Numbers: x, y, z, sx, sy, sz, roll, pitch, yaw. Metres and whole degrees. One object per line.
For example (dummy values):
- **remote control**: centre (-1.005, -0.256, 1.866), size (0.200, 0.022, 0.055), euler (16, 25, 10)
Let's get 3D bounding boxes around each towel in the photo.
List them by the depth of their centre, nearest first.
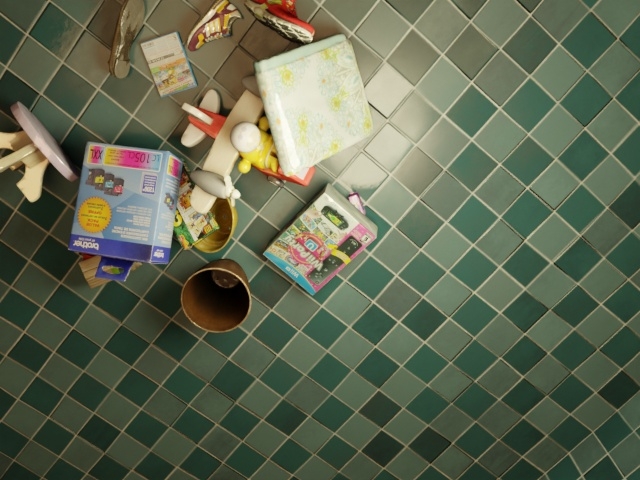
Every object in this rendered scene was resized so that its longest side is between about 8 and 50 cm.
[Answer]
- **towel**: centre (-0.008, -0.396, 1.683), size (0.090, 0.374, 0.321), euler (3, 116, 46)

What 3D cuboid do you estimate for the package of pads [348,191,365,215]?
- **package of pads**: centre (0.120, -0.114, 1.910), size (0.031, 0.050, 0.083), euler (-19, 108, 14)

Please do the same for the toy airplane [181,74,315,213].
- **toy airplane**: centre (-0.236, -0.305, 1.724), size (0.384, 0.272, 0.386), euler (-16, 93, -5)

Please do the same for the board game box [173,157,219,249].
- **board game box**: centre (-0.430, -0.114, 1.851), size (0.136, 0.030, 0.260), euler (-34, 77, 18)

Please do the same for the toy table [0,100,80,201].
- **toy table**: centre (-0.881, -0.258, 1.769), size (0.160, 0.252, 0.274), euler (-36, 93, -5)

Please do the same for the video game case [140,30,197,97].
- **video game case**: centre (-0.459, -0.532, 1.785), size (0.119, 0.015, 0.166), euler (-17, 108, 5)

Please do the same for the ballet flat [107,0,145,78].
- **ballet flat**: centre (-0.580, -0.605, 1.736), size (0.058, 0.084, 0.250), euler (31, 113, 27)

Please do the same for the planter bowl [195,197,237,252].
- **planter bowl**: centre (-0.332, -0.073, 1.882), size (0.217, 0.090, 0.217), euler (5, 99, 32)

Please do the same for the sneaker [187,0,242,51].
- **sneaker**: centre (-0.313, -0.616, 1.728), size (0.084, 0.069, 0.185), euler (42, 105, -8)

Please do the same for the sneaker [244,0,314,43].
- **sneaker**: centre (-0.106, -0.647, 1.640), size (0.279, 0.107, 0.118), euler (42, 97, 31)

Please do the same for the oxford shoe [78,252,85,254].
- **oxford shoe**: centre (-0.720, -0.020, 1.932), size (0.212, 0.076, 0.076), euler (-43, 138, 20)

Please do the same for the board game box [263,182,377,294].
- **board game box**: centre (0.000, 0.000, 1.899), size (0.224, 0.097, 0.303), euler (40, 116, -12)

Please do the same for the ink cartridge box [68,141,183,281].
- **ink cartridge box**: centre (-0.586, -0.079, 1.779), size (0.269, 0.151, 0.396), euler (7, 88, 8)

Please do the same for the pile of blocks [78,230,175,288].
- **pile of blocks**: centre (-0.634, 0.016, 1.933), size (0.362, 0.149, 0.113), euler (-31, 73, 3)

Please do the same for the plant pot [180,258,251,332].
- **plant pot**: centre (-0.318, 0.149, 1.902), size (0.215, 0.230, 0.216), euler (0, 108, 0)
